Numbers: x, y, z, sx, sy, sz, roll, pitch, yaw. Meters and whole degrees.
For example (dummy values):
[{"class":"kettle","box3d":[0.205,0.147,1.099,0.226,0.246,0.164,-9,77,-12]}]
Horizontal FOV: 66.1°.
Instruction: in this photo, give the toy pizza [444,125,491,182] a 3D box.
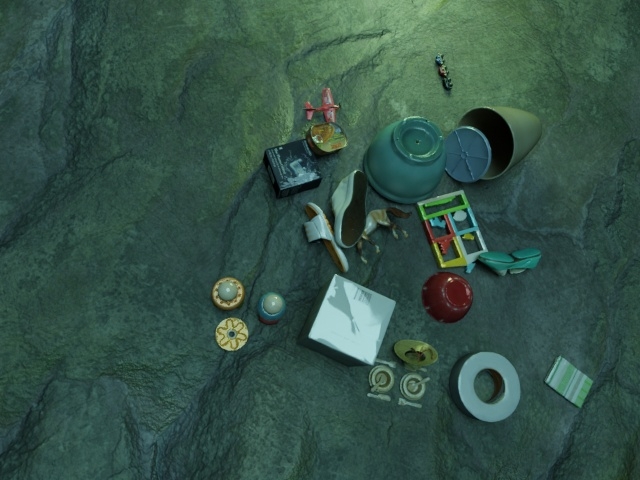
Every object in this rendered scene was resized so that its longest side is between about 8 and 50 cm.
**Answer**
[{"class":"toy pizza","box3d":[0.523,-0.307,1.763,0.032,0.201,0.201,-18,78,-39]}]

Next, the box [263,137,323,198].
[{"class":"box","box3d":[-0.096,-0.246,1.679,0.158,0.093,0.156,-19,79,-16]}]

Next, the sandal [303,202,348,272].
[{"class":"sandal","box3d":[0.003,-0.002,1.628,0.076,0.102,0.265,-27,84,-18]}]

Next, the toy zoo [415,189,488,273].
[{"class":"toy zoo","box3d":[0.475,-0.022,1.756,0.192,0.030,0.294,-15,78,-14]}]

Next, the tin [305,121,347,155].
[{"class":"tin","box3d":[0.023,-0.354,1.713,0.189,0.040,0.106,-26,83,-49]}]

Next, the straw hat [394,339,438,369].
[{"class":"straw hat","box3d":[0.305,0.386,1.598,0.144,0.144,0.061,4,115,-9]}]

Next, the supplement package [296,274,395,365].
[{"class":"supplement package","box3d":[0.068,0.251,1.488,0.199,0.263,0.198,25,72,-3]}]

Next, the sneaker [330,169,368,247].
[{"class":"sneaker","box3d":[0.085,-0.092,1.655,0.105,0.123,0.290,33,56,-29]}]

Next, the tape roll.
[{"class":"tape roll","box3d":[0.538,0.477,1.615,0.219,0.072,0.220,2,76,-10]}]

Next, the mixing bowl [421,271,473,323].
[{"class":"mixing bowl","box3d":[0.443,0.185,1.661,0.181,0.098,0.182,2,75,-9]}]

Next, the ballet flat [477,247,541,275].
[{"class":"ballet flat","box3d":[0.664,0.083,1.734,0.247,0.083,0.087,-5,115,-16]}]

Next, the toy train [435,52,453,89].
[{"class":"toy train","box3d":[0.481,-0.663,1.930,0.036,0.027,0.159,-13,78,-2]}]

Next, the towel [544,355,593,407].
[{"class":"towel","box3d":[0.856,0.488,1.699,0.152,0.023,0.113,38,74,-1]}]

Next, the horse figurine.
[{"class":"horse figurine","box3d":[0.182,-0.039,1.679,0.263,0.066,0.174,-34,62,-8]}]

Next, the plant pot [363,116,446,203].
[{"class":"plant pot","box3d":[0.311,-0.302,1.699,0.292,0.196,0.293,3,69,-7]}]

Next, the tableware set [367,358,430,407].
[{"class":"tableware set","box3d":[0.251,0.459,1.584,0.194,0.039,0.129,14,73,-7]}]

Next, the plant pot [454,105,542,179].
[{"class":"plant pot","box3d":[0.675,-0.377,1.794,0.273,0.256,0.257,-20,79,-31]}]

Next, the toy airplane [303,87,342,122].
[{"class":"toy airplane","box3d":[0.006,-0.477,1.791,0.151,0.028,0.151,2,80,-10]}]

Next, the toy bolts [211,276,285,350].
[{"class":"toy bolts","box3d":[-0.219,0.222,1.498,0.228,0.158,0.219,2,75,-10]}]
